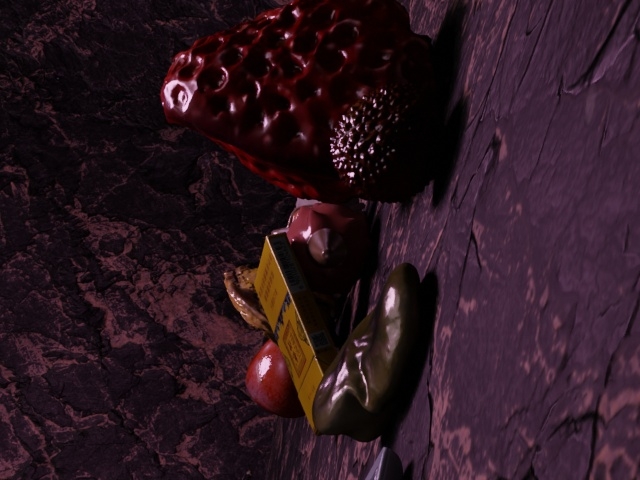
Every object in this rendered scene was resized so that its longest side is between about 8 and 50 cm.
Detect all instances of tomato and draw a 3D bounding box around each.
[{"bbox_3d":[-0.070,0.262,1.632,0.167,0.167,0.167,-167,90,-87],"label":"tomato"}]

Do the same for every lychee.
[{"bbox_3d":[0.075,-0.107,0.907,0.123,0.123,0.129,-82,6,-59],"label":"lychee"}]

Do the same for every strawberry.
[{"bbox_3d":[-0.031,-0.199,1.115,0.317,0.344,0.295,-83,5,-63],"label":"strawberry"}]

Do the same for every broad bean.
[{"bbox_3d":[0.061,0.114,0.866,0.153,0.072,0.207,-87,22,-60],"label":"broad bean"}]

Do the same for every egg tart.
[{"bbox_3d":[-0.056,0.108,1.497,0.106,0.241,0.241,-54,9,13],"label":"egg tart"}]

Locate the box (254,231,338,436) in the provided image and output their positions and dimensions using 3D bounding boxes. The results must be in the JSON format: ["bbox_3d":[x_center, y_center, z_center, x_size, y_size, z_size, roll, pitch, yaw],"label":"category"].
[{"bbox_3d":[-0.030,0.141,1.291,0.153,0.040,0.279,110,142,-56],"label":"box"}]

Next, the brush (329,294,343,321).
[{"bbox_3d":[0.000,0.159,1.695,0.301,0.084,0.071,98,-175,-48],"label":"brush"}]

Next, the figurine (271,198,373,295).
[{"bbox_3d":[0.000,0.000,1.407,0.387,0.166,0.207,-82,1,-73],"label":"figurine"}]

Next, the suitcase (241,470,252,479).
[{"bbox_3d":[-0.151,0.579,1.505,0.351,0.193,0.339,135,150,-84],"label":"suitcase"}]

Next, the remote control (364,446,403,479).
[{"bbox_3d":[0.028,0.317,0.681,0.103,0.051,0.293,107,178,-50],"label":"remote control"}]
